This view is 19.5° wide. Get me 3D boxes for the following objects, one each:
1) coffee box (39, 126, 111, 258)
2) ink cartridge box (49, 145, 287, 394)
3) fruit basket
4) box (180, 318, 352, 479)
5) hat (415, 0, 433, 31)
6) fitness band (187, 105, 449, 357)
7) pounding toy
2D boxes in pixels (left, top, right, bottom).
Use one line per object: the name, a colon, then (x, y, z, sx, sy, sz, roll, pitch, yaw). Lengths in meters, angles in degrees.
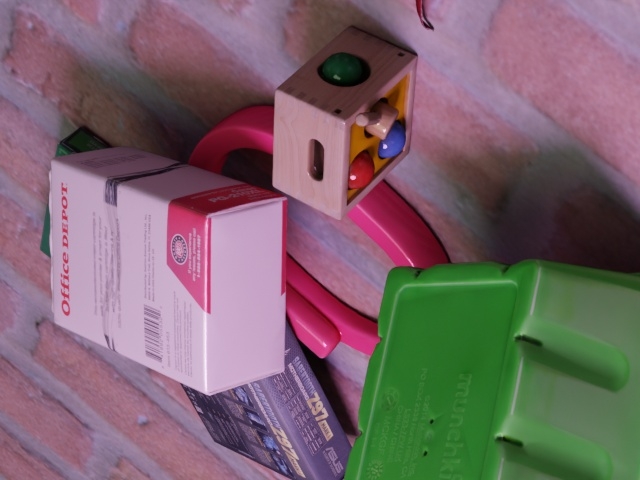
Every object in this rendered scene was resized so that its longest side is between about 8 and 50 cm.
coffee box: (-0.232, -0.023, 1.940, 0.113, 0.040, 0.184, 35, 141, 14)
ink cartridge box: (-0.144, 0.021, 1.723, 0.237, 0.100, 0.172, 19, 115, 44)
fruit basket: (0.191, 0.212, 1.565, 0.283, 0.392, 0.392, -4, 121, 46)
box: (-0.076, 0.139, 1.881, 0.183, 0.059, 0.233, 20, 146, 45)
hat: (0.072, -0.291, 1.421, 0.173, 0.183, 0.208, 37, 101, 1)
fitness band: (0.000, 0.000, 1.738, 0.291, 0.054, 0.209, 42, 140, 3)
pounding toy: (0.027, -0.099, 1.550, 0.100, 0.130, 0.141, 27, 139, 23)
